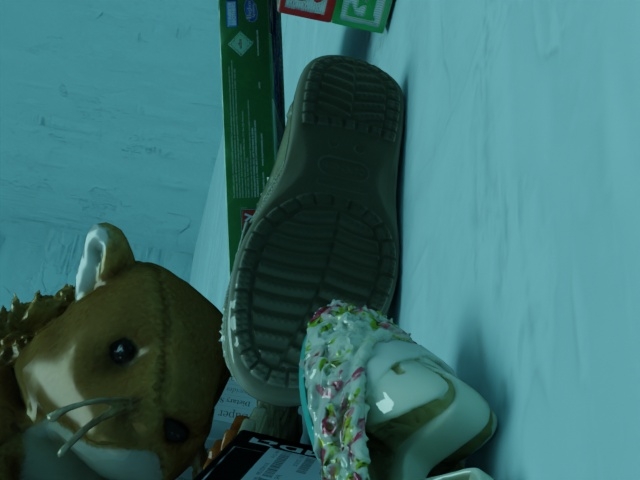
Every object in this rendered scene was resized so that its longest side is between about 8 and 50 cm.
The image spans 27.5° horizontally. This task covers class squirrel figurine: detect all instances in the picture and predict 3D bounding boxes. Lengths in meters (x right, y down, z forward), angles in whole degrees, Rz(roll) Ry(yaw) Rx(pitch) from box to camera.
[{"bbox_3d":[-0.236,0.143,1.042,0.370,0.281,0.397,-46,25,8],"label":"squirrel figurine"}]

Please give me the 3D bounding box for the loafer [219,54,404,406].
[{"bbox_3d":[0.000,0.000,0.853,0.092,0.102,0.268,109,178,-54],"label":"loafer"}]

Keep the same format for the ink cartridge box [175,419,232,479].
[{"bbox_3d":[-0.134,0.274,1.236,0.148,0.086,0.203,-177,99,-85],"label":"ink cartridge box"}]

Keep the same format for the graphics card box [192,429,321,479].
[{"bbox_3d":[-0.053,0.240,0.603,0.371,0.094,0.232,-21,-58,-83],"label":"graphics card box"}]

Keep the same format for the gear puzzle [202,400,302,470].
[{"bbox_3d":[-0.054,0.160,0.949,0.339,0.044,0.175,-69,-16,-48],"label":"gear puzzle"}]

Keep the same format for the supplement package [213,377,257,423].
[{"bbox_3d":[-0.176,0.249,1.464,0.175,0.178,0.293,-122,43,-78],"label":"supplement package"}]

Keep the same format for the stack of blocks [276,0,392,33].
[{"bbox_3d":[0.020,-0.302,1.113,0.297,0.087,0.171,-98,20,-67],"label":"stack of blocks"}]

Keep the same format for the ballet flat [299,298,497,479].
[{"bbox_3d":[0.041,0.103,0.532,0.077,0.091,0.241,-40,33,27],"label":"ballet flat"}]

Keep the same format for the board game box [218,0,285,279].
[{"bbox_3d":[-0.056,-0.078,1.170,0.213,0.046,0.317,84,-177,-86],"label":"board game box"}]
